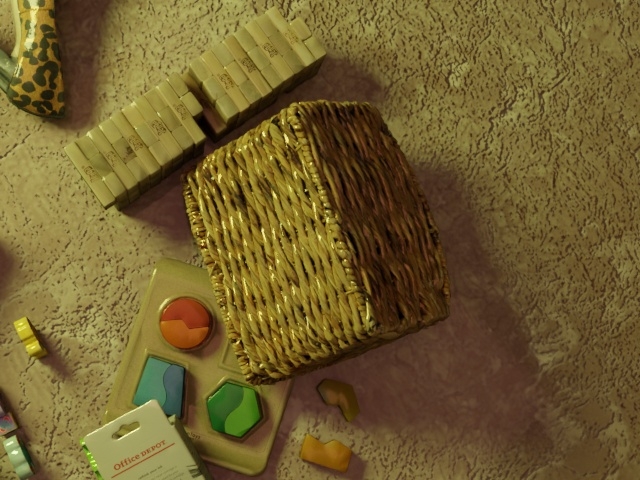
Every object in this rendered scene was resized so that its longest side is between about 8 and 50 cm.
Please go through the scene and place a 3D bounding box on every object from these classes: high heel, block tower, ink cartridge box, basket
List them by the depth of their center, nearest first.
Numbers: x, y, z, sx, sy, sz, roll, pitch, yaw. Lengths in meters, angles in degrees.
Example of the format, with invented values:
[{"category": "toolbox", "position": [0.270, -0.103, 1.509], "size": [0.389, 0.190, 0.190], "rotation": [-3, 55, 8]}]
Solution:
[{"category": "ink cartridge box", "position": [-0.192, 0.281, 1.283], "size": [0.104, 0.060, 0.180], "rotation": [-28, 95, -1]}, {"category": "basket", "position": [0.000, 0.000, 1.337], "size": [0.214, 0.223, 0.299], "rotation": [-10, 76, -51]}, {"category": "block tower", "position": [-0.156, -0.165, 1.359], "size": [0.335, 0.097, 0.091], "rotation": [-36, 87, -12]}, {"category": "high heel", "position": [-0.323, -0.288, 1.370], "size": [0.186, 0.093, 0.261], "rotation": [47, 76, -10]}]

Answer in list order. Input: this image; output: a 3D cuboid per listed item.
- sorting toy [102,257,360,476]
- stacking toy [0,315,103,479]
[{"category": "sorting toy", "position": [-0.091, 0.170, 1.341], "size": [0.307, 0.041, 0.229], "rotation": [18, 80, -4]}, {"category": "stacking toy", "position": [-0.376, 0.226, 1.295], "size": [0.167, 0.052, 0.221], "rotation": [-28, 86, -10]}]
